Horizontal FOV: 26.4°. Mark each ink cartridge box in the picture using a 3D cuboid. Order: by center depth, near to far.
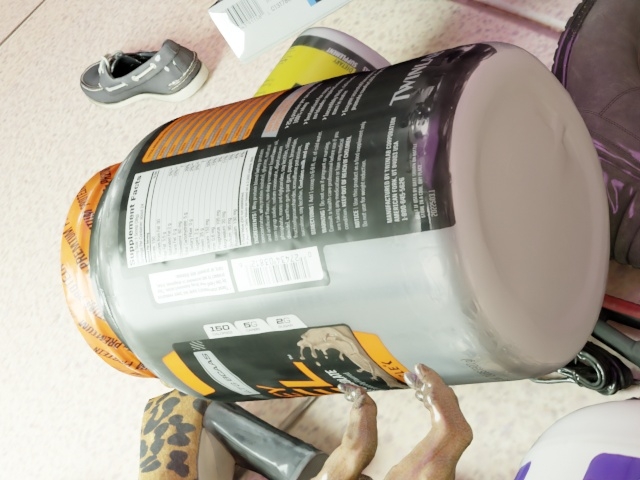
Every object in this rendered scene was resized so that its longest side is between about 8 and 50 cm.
[{"bbox_3d":[0.012,-0.271,1.268,0.165,0.065,0.333,-29,15,20],"label":"ink cartridge box"}]

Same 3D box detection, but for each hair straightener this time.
[{"bbox_3d":[0.185,0.074,0.854,0.089,0.047,0.230,-50,36,-11],"label":"hair straightener"}]

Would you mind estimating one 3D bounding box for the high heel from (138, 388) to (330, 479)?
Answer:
[{"bbox_3d":[-0.133,0.213,0.970,0.261,0.093,0.186,-42,37,-25],"label":"high heel"}]

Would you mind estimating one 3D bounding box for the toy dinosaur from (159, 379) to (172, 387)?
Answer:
[{"bbox_3d":[-0.137,0.069,1.121,0.064,0.112,0.211,-27,52,8],"label":"toy dinosaur"}]

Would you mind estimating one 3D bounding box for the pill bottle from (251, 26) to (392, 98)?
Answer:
[{"bbox_3d":[-0.024,-0.065,1.141,0.119,0.119,0.208,14,64,50],"label":"pill bottle"}]

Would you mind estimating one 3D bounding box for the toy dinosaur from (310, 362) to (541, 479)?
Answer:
[{"bbox_3d":[0.041,0.192,0.774,0.295,0.127,0.200,-19,41,50],"label":"toy dinosaur"}]

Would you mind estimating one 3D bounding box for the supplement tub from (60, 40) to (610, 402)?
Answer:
[{"bbox_3d":[0.000,0.000,0.903,0.338,0.207,0.207,-9,47,38],"label":"supplement tub"}]

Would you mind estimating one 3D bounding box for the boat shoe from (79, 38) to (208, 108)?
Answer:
[{"bbox_3d":[-0.207,-0.192,1.496,0.206,0.065,0.075,5,57,47],"label":"boat shoe"}]

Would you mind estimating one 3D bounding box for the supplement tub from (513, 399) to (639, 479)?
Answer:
[{"bbox_3d":[0.132,0.259,0.546,0.241,0.241,0.331,6,58,47],"label":"supplement tub"}]

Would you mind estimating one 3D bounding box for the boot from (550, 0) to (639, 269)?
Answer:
[{"bbox_3d":[0.236,-0.079,0.951,0.161,0.083,0.247,6,64,40],"label":"boot"}]
